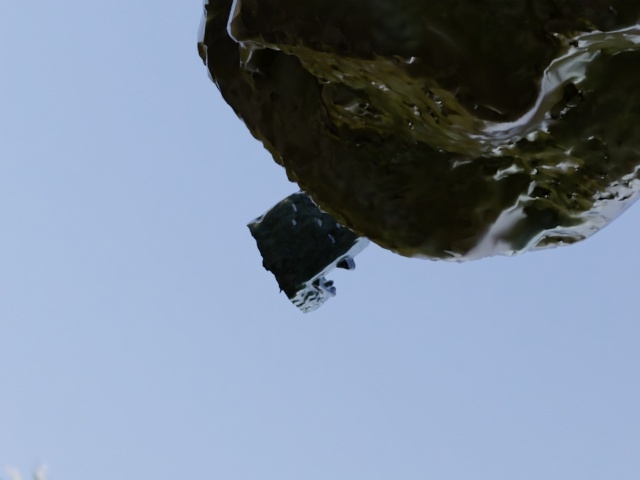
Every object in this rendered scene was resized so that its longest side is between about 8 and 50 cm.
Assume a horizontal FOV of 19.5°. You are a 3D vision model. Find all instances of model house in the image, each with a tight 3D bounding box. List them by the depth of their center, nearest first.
[{"bbox_3d":[0.000,0.000,1.378,0.083,0.066,0.079,-32,-104,9],"label":"model house"}]

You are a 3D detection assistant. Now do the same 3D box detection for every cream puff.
[{"bbox_3d":[0.047,-0.120,0.548,0.196,0.244,0.244,35,-45,-10],"label":"cream puff"}]
